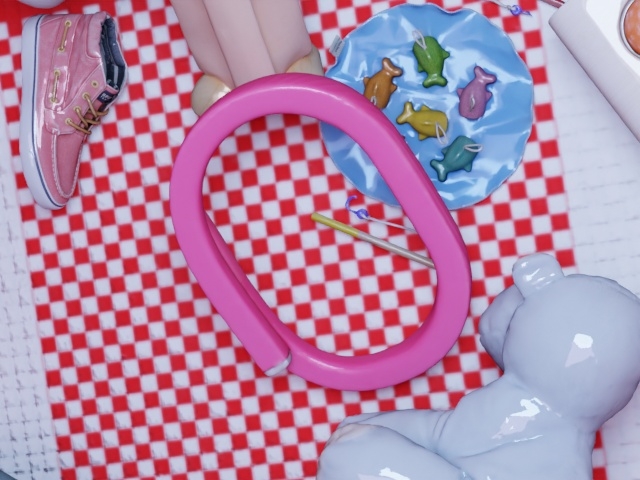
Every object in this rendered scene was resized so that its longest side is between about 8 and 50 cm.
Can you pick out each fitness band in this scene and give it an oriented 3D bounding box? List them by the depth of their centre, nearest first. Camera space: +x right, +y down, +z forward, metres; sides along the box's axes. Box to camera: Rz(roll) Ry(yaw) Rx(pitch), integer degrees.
[{"bbox_3d":[0.000,0.000,1.142,0.209,0.054,0.290,-29,106,16],"label":"fitness band"}]

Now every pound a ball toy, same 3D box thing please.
[{"bbox_3d":[0.325,-0.143,1.054,0.208,0.136,0.319,-37,85,14],"label":"pound a ball toy"}]

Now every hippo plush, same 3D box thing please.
[{"bbox_3d":[0.139,0.125,1.057,0.234,0.294,0.236,21,87,-2],"label":"hippo plush"}]

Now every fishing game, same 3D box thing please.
[{"bbox_3d":[0.087,-0.115,1.166,0.189,0.041,0.264,27,99,9],"label":"fishing game"}]

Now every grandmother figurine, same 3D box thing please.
[{"bbox_3d":[-0.088,-0.243,1.064,0.208,0.342,0.104,-15,48,9],"label":"grandmother figurine"}]

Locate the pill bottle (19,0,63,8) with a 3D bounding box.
[{"bbox_3d":[-0.201,-0.377,1.147,0.188,0.188,0.334,42,102,9],"label":"pill bottle"}]

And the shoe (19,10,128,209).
[{"bbox_3d":[-0.220,-0.118,1.230,0.081,0.063,0.177,-3,88,19],"label":"shoe"}]

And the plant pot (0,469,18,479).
[{"bbox_3d":[-0.290,0.349,1.185,0.196,0.293,0.293,26,100,-15],"label":"plant pot"}]
